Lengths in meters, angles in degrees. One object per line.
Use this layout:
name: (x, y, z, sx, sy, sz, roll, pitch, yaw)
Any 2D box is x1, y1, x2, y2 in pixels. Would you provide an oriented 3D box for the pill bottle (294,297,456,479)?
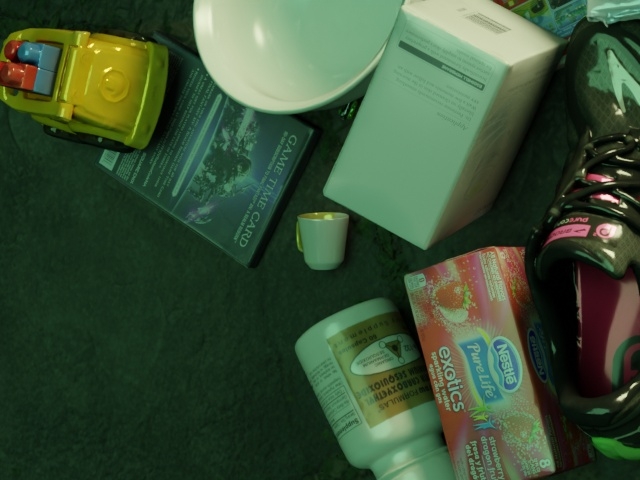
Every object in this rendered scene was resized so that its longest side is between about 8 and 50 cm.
pill bottle: (0.074, 0.193, 1.972, 0.131, 0.131, 0.229, -33, 75, 25)

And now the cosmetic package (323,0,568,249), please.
cosmetic package: (0.139, -0.134, 1.858, 0.138, 0.224, 0.225, 30, 113, 15)

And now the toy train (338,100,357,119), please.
toy train: (0.044, -0.183, 2.051, 0.017, 0.023, 0.083, 26, 102, 14)

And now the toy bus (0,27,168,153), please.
toy bus: (-0.331, -0.203, 2.138, 0.220, 0.211, 0.149, 12, 91, 48)

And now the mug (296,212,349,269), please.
mug: (0.004, 0.000, 2.063, 0.062, 0.078, 0.064, -2, 99, -3)

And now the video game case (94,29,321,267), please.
video game case: (-0.147, -0.117, 2.159, 0.274, 0.026, 0.196, 33, 105, 25)

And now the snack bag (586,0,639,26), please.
snack bag: (0.431, -0.401, 1.784, 0.323, 0.037, 0.343, -3, 86, 14)

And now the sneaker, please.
sneaker: (0.318, -0.018, 1.781, 0.185, 0.202, 0.483, -8, 76, 30)

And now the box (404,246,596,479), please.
box: (0.200, 0.142, 1.904, 0.122, 0.128, 0.257, -19, 80, 28)

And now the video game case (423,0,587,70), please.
video game case: (0.203, -0.318, 1.962, 0.204, 0.025, 0.285, -24, 78, 27)

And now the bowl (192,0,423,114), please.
bowl: (0.007, -0.272, 1.994, 0.297, 0.134, 0.298, -9, 72, 29)
